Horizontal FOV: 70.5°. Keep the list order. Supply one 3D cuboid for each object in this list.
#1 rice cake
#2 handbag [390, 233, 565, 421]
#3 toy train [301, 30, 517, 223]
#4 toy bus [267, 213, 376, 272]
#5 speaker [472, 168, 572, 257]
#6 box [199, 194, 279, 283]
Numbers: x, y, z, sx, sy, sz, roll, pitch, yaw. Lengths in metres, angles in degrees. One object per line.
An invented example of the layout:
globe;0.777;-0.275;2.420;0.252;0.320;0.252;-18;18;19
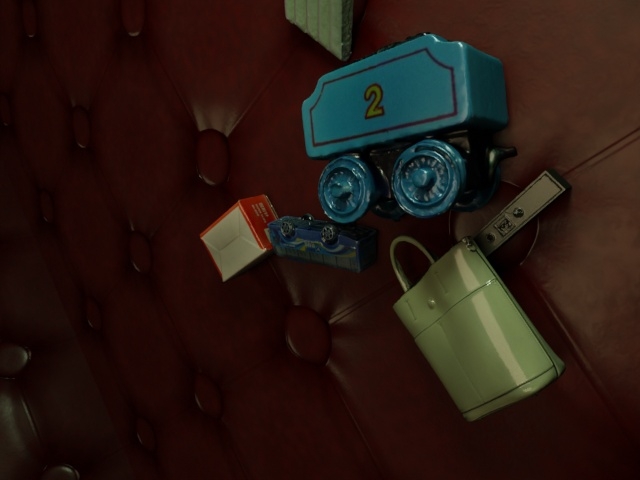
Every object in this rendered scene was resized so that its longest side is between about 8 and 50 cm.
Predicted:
rice cake;-0.006;-0.446;0.790;0.189;0.037;0.198;45;152;23
handbag;0.224;0.118;0.742;0.316;0.109;0.241;60;146;23
toy train;0.132;-0.162;0.701;0.300;0.187;0.265;-4;93;41
toy bus;-0.002;0.003;0.914;0.236;0.079;0.094;9;108;38
speaker;0.286;-0.026;0.691;0.040;0.046;0.191;53;127;18
box;-0.177;-0.004;1.047;0.182;0.099;0.133;-35;81;38
